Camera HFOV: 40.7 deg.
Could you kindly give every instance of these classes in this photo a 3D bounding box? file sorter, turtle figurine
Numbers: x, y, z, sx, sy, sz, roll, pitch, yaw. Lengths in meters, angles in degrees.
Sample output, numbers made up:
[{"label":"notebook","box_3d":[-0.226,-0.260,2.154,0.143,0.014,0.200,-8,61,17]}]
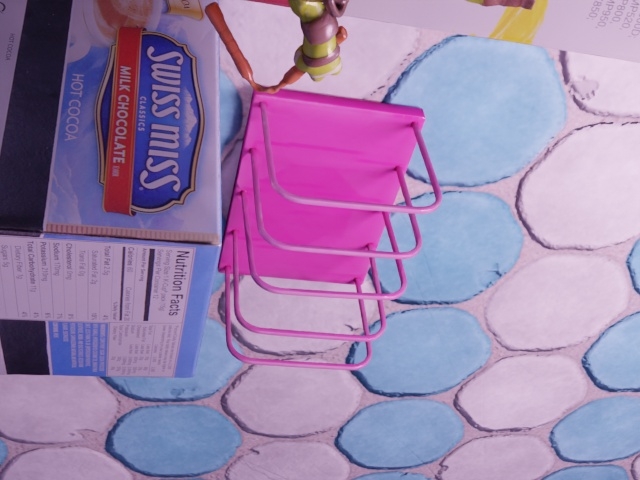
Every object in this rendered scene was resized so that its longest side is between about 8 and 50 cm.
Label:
[{"label":"file sorter","box_3d":[0.000,0.000,1.023,0.202,0.182,0.291,5,133,-13]},{"label":"turtle figurine","box_3d":[0.016,-0.189,0.497,0.217,0.087,0.269,-1,134,8]}]

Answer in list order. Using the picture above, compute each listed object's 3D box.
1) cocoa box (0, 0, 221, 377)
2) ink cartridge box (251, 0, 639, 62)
[{"label":"cocoa box","box_3d":[-0.211,-0.078,0.783,0.228,0.347,0.231,4,144,-12]},{"label":"ink cartridge box","box_3d":[0.119,-0.284,0.646,0.384,0.279,0.160,9,133,-1]}]
